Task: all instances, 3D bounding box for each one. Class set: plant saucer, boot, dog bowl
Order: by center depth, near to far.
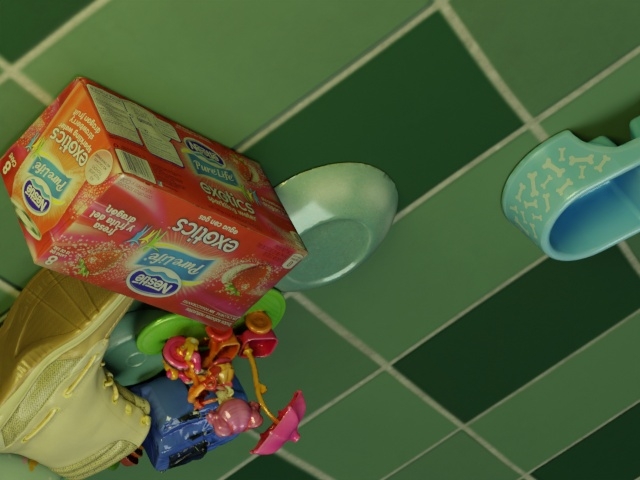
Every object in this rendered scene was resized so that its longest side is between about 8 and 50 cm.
[{"bbox_3d":[-0.228,0.126,1.517,0.262,0.095,0.203,-50,142,4],"label":"boot"},{"bbox_3d":[0.000,0.000,1.583,0.195,0.037,0.195,-18,144,-13],"label":"plant saucer"},{"bbox_3d":[-0.200,0.121,1.615,0.119,0.021,0.119,-18,144,-14],"label":"plant saucer"},{"bbox_3d":[0.351,-0.078,1.686,0.297,0.074,0.166,-28,145,-2],"label":"dog bowl"}]

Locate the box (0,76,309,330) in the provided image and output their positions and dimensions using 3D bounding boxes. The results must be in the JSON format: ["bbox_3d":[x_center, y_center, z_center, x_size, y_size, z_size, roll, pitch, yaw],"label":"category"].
[{"bbox_3d":[-0.148,-0.027,1.369,0.122,0.128,0.257,-42,143,19],"label":"box"}]

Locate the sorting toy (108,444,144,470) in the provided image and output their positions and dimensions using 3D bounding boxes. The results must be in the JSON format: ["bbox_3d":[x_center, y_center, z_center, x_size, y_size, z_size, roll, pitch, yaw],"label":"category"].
[{"bbox_3d":[-0.223,0.222,1.693,0.042,0.061,0.102,-33,167,7],"label":"sorting toy"}]

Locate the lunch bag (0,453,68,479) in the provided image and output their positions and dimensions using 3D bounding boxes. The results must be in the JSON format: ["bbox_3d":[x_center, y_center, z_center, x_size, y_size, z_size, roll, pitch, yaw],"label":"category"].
[{"bbox_3d":[-0.423,0.303,1.570,0.262,0.160,0.223,-22,150,25],"label":"lunch bag"}]

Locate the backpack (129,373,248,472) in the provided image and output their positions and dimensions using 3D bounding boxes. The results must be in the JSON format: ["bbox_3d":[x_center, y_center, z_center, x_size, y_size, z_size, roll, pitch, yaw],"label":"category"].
[{"bbox_3d":[-0.139,0.187,1.663,0.120,0.098,0.101,-18,157,-22],"label":"backpack"}]

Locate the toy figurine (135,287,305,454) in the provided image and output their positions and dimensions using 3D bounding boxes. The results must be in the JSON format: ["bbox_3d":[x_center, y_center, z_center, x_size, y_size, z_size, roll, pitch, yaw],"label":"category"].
[{"bbox_3d":[-0.087,0.150,1.564,0.173,0.159,0.130,-7,145,-31],"label":"toy figurine"}]
